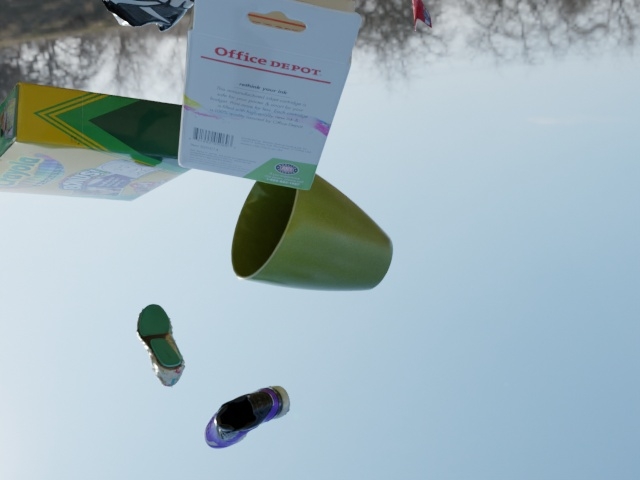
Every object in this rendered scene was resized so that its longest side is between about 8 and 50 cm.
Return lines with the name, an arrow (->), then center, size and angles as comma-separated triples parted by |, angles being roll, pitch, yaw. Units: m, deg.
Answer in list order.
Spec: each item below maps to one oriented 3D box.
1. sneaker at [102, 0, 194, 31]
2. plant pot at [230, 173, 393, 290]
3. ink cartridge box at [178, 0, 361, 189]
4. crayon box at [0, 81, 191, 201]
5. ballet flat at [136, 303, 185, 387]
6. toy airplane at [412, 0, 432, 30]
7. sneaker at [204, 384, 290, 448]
sneaker -> -0.304, -0.379, 1.183 | 0.234, 0.106, 0.078 | 9, -137, -44
plant pot -> 0.000, 0.000, 1.669 | 0.293, 0.275, 0.275 | 22, -172, -27
ink cartridge box -> -0.075, -0.228, 1.038 | 0.207, 0.353, 0.119 | 10, -122, -8
crayon box -> -0.422, -0.158, 1.375 | 0.313, 0.106, 0.363 | 1, 170, -34
ballet flat -> -0.370, 0.243, 1.761 | 0.091, 0.077, 0.241 | -2, -146, -22
toy airplane -> 0.156, -0.406, 1.244 | 0.028, 0.151, 0.151 | -1, -160, 18
sneaker -> -0.223, 0.447, 1.938 | 0.293, 0.102, 0.146 | -37, 160, 31
